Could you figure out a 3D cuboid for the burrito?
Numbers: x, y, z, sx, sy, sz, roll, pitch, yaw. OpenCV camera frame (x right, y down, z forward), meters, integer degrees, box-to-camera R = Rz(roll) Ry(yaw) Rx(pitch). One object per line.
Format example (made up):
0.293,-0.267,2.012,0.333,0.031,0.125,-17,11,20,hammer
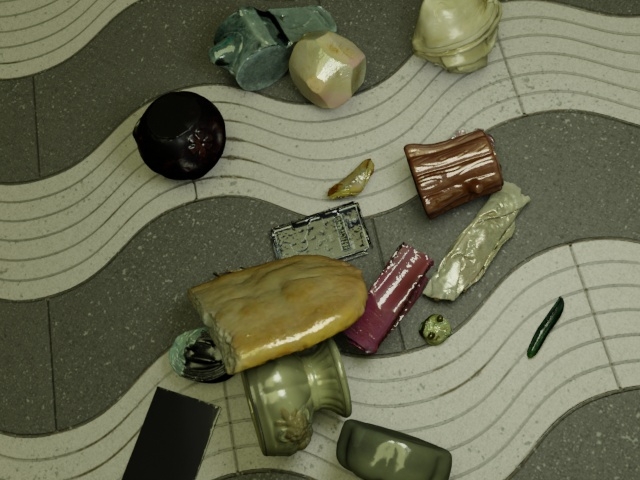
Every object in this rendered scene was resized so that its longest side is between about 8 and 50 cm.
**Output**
0.426,0.011,1.833,0.117,0.076,0.392,35,80,18,burrito

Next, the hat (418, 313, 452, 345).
0.305,0.233,1.793,0.077,0.059,0.076,-40,75,-9,hat

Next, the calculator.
0.000,0.000,1.938,0.274,0.028,0.165,-18,70,3,calculator

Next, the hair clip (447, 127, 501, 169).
0.415,-0.253,1.942,0.187,0.056,0.145,0,71,1,hair clip

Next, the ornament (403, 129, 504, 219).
0.358,-0.180,1.817,0.218,0.235,0.221,-20,31,8,ornament

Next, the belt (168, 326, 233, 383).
-0.317,0.314,1.866,0.199,0.078,0.151,-1,74,11,belt

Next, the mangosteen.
-0.425,-0.319,2.009,0.288,0.233,0.287,-2,67,5,mangosteen

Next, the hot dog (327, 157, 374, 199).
0.097,-0.162,1.955,0.169,0.061,0.078,-39,28,-5,hot dog

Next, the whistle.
-0.147,-0.622,2.084,0.405,0.188,0.168,-32,69,-2,whistle

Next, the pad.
-0.408,0.567,1.837,0.202,0.005,0.299,14,75,14,pad

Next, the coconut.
0.014,-0.499,1.991,0.197,0.237,0.236,-39,63,41,coconut

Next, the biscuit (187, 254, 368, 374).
-0.100,0.152,1.697,0.447,0.429,0.103,-17,113,-9,biscuit

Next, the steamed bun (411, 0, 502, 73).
0.404,-0.596,1.925,0.203,0.289,0.276,39,79,16,steamed bun

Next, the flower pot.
-0.063,0.370,1.699,0.244,0.307,0.307,-15,69,-10,flower pot

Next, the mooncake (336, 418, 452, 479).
0.171,0.522,1.616,0.275,0.275,0.135,17,79,15,mooncake

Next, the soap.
0.171,0.161,1.777,0.112,0.182,0.289,33,75,16,soap

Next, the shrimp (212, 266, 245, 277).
-0.173,0.171,1.902,0.296,0.058,0.168,13,77,10,shrimp

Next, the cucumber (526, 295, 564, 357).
0.583,0.223,1.758,0.033,0.036,0.184,32,81,26,cucumber
